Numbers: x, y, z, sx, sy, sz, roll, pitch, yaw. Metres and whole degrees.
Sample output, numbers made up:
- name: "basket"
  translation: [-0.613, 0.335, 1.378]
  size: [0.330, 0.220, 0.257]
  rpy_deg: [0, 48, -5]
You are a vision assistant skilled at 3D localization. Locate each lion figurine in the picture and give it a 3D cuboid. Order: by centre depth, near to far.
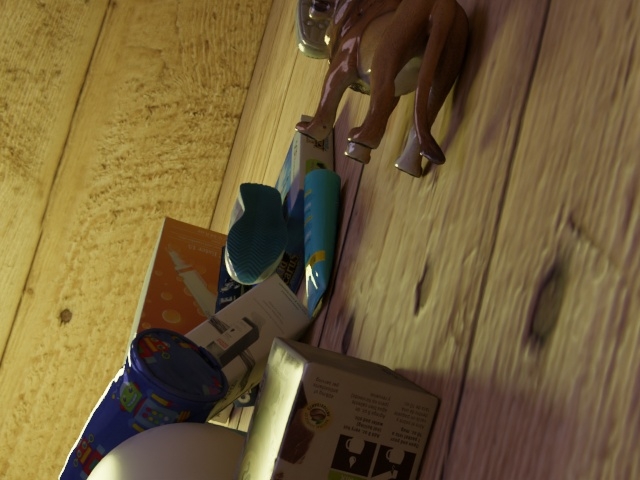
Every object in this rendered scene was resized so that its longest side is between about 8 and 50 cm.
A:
- name: "lion figurine"
  translation: [0.083, -0.204, 1.077]
  size: [0.240, 0.142, 0.392]
  rpy_deg: [-66, 25, 2]

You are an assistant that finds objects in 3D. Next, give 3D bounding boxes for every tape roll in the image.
- name: "tape roll"
  translation: [-0.138, 0.328, 1.019]
  size: [0.169, 0.246, 0.246]
  rpy_deg: [-131, 58, -77]

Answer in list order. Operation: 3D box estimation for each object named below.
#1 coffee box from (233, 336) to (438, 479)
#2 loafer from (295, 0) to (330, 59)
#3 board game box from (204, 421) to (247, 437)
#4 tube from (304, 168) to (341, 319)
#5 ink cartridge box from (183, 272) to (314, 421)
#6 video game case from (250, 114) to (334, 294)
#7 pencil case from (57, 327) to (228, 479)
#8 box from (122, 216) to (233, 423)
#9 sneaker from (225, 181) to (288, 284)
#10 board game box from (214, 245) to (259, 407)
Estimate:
- name: "coffee box"
  translation: [-0.016, 0.247, 0.853]
  size: [0.168, 0.118, 0.297]
  rpy_deg: [-174, 101, -79]
- name: "loafer"
  translation: [0.016, -0.407, 1.748]
  size: [0.111, 0.112, 0.319]
  rpy_deg: [110, 178, -46]
- name: "board game box"
  translation: [-0.142, 0.381, 1.235]
  size: [0.142, 0.144, 0.275]
  rpy_deg: [126, 157, -58]
- name: "tube"
  translation: [0.000, 0.000, 1.368]
  size: [0.080, 0.052, 0.207]
  rpy_deg: [106, 168, -56]
- name: "ink cartridge box"
  translation: [-0.130, 0.162, 1.363]
  size: [0.218, 0.092, 0.158]
  rpy_deg: [-33, -15, -33]
- name: "video game case"
  translation: [-0.049, -0.030, 1.612]
  size: [0.244, 0.061, 0.270]
  rpy_deg: [-89, 18, -57]
- name: "pencil case"
  translation: [-0.219, 0.241, 1.175]
  size: [0.133, 0.119, 0.306]
  rpy_deg: [-12, -40, -54]
- name: "box"
  translation: [-0.241, 0.146, 1.914]
  size: [0.345, 0.215, 0.168]
  rpy_deg: [-87, 18, -50]
- name: "sneaker"
  translation: [-0.096, 0.005, 1.459]
  size: [0.229, 0.087, 0.092]
  rpy_deg: [-86, 9, -60]
- name: "board game box"
  translation: [-0.133, 0.136, 1.651]
  size: [0.243, 0.042, 0.165]
  rpy_deg: [-93, -7, -61]
